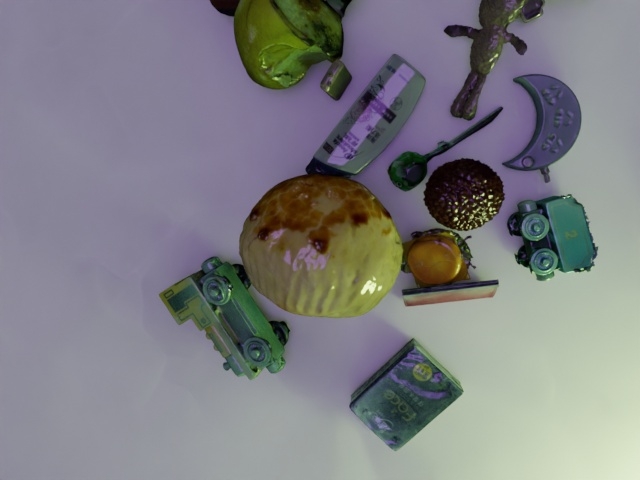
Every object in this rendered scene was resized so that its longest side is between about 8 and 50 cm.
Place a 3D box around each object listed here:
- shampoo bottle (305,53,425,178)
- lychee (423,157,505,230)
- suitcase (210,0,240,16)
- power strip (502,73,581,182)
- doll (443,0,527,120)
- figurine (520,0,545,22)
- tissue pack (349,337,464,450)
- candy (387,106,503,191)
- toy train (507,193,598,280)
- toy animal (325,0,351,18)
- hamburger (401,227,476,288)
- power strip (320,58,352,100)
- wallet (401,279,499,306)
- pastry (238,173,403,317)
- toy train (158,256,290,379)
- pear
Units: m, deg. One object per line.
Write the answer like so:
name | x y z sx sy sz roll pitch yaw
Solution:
shampoo bottle | 0.117 -0.280 1.162 0.134 0.078 0.359 39 103 -1
lychee | 0.337 -0.115 1.092 0.188 0.188 0.188 2 99 10
suitcase | -0.156 -0.700 1.100 0.236 0.161 0.297 5 99 8
power strip | 0.531 -0.266 1.103 0.167 0.054 0.253 4 99 10
doll | 0.388 -0.434 1.061 0.091 0.203 0.286 0 91 -30
figurine | 0.510 -0.640 1.000 0.308 0.143 0.308 18 135 18
tissue pack | 0.230 0.420 1.253 0.185 0.081 0.257 43 102 1
candy | 0.314 -0.236 1.145 0.323 0.097 0.097 -33 92 5
toy train | 0.557 -0.010 1.114 0.163 0.112 0.203 -17 96 6
toy animal | 0.045 -0.635 1.088 0.138 0.166 0.179 34 92 -20
hamburger | 0.292 0.039 1.165 0.189 0.093 0.164 -6 111 26
power strip | 0.038 -0.386 1.111 0.028 0.169 0.076 36 103 6
wallet | 0.329 0.137 1.176 0.232 0.119 0.025 -7 66 11
pastry | 0.000 0.000 1.080 0.388 0.388 0.312 14 102 8
toy train | -0.252 0.232 1.282 0.237 0.150 0.369 -31 92 22
pear | -0.109 -0.462 1.073 0.255 0.238 0.164 -18 75 41
